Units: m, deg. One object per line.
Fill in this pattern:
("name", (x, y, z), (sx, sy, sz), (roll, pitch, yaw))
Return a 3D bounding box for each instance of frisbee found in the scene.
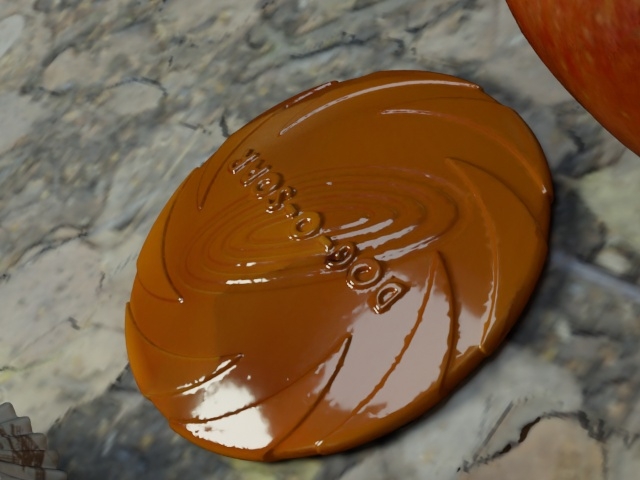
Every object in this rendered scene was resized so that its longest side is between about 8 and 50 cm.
("frisbee", (0.000, 0.000, 0.749), (0.192, 0.035, 0.192), (-18, 46, 19))

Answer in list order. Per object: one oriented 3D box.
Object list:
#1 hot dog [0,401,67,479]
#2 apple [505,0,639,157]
("hot dog", (-0.202, 0.134, 0.741), (0.252, 0.069, 0.131), (-14, 57, 26))
("apple", (0.186, -0.093, 0.578), (0.242, 0.241, 0.242), (-29, 42, 31))
